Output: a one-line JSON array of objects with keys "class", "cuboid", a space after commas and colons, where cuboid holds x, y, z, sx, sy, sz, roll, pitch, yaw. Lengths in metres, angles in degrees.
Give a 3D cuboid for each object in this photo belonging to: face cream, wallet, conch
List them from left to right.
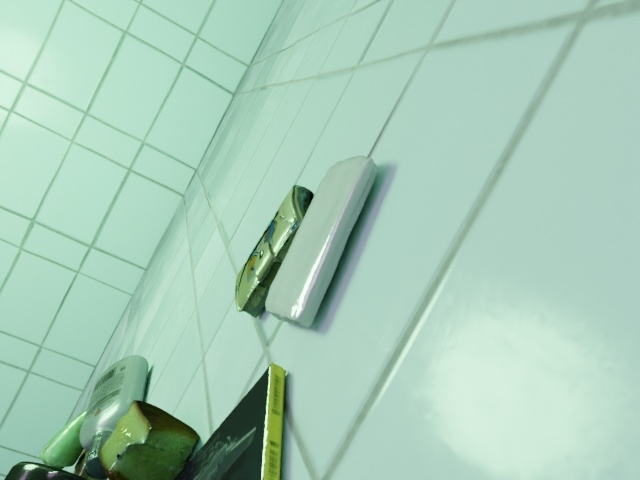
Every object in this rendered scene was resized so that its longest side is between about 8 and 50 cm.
[{"class": "conch", "cuboid": [-0.567, 0.452, 1.335, 0.170, 0.079, 0.105, -49, 17, -14]}, {"class": "face cream", "cuboid": [-0.415, 0.348, 1.162, 0.144, 0.071, 0.291, -38, 24, 5]}, {"class": "wallet", "cuboid": [-0.060, 0.013, 0.735, 0.155, 0.039, 0.110, -57, 18, 22]}, {"class": "wallet", "cuboid": [0.000, 0.000, 0.604, 0.183, 0.032, 0.124, -65, 18, -10]}]

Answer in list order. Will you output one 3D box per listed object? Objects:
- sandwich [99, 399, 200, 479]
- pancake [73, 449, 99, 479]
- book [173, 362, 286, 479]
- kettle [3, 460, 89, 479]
[{"class": "sandwich", "cuboid": [-0.222, 0.267, 0.745, 0.094, 0.096, 0.258, -62, 16, -18]}, {"class": "pancake", "cuboid": [-0.502, 0.487, 1.278, 0.294, 0.049, 0.294, -56, 16, 26]}, {"class": "book", "cuboid": [-0.106, 0.315, 0.471, 0.262, 0.028, 0.374, -51, 21, 28]}, {"class": "kettle", "cuboid": [-0.505, 0.568, 0.987, 0.262, 0.203, 0.308, 99, -175, -51]}]
